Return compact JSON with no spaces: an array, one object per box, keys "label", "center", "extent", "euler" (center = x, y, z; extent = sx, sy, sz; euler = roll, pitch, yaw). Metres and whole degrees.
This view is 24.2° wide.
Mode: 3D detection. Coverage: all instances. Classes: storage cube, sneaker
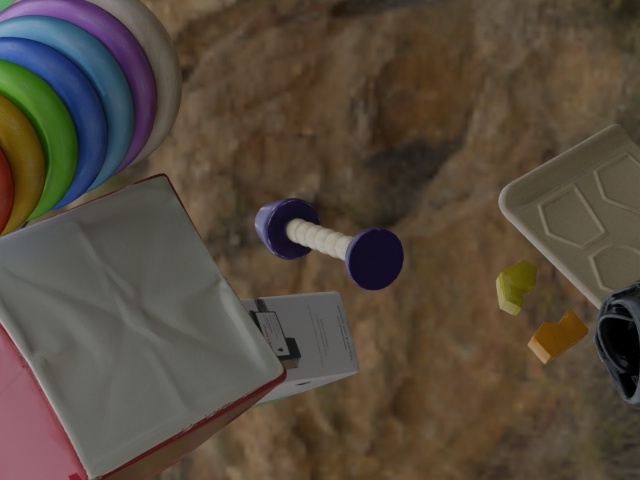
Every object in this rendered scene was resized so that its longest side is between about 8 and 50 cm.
[{"label":"storage cube","center":[-0.175,0.091,1.099],"extent":[0.183,0.215,0.193],"euler":[59,141,8]},{"label":"sneaker","center":[0.307,0.037,1.286],"extent":[0.295,0.147,0.104],"euler":[-90,6,-48]}]

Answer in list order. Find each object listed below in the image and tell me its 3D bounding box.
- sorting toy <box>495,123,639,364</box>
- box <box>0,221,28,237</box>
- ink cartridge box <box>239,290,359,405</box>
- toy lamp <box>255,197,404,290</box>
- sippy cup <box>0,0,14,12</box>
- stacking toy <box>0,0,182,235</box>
[{"label":"sorting toy","center":[0.304,0.012,1.657],"extent":[0.229,0.307,0.041],"euler":[50,149,19]},{"label":"box","center":[-0.441,-0.052,1.824],"extent":[0.225,0.036,0.136],"euler":[27,74,41]},{"label":"ink cartridge box","center":[-0.095,0.118,1.481],"extent":[0.160,0.219,0.092],"euler":[-23,77,39]},{"label":"toy lamp","center":[0.000,0.000,1.743],"extent":[0.275,0.080,0.080],"euler":[24,112,61]},{"label":"sippy cup","center":[-0.241,-0.289,1.136],"extent":[0.224,0.305,0.240],"euler":[-43,-40,-70]},{"label":"stacking toy","center":[-0.202,-0.052,0.902],"extent":[0.330,0.141,0.141],"euler":[-57,-22,-61]}]
